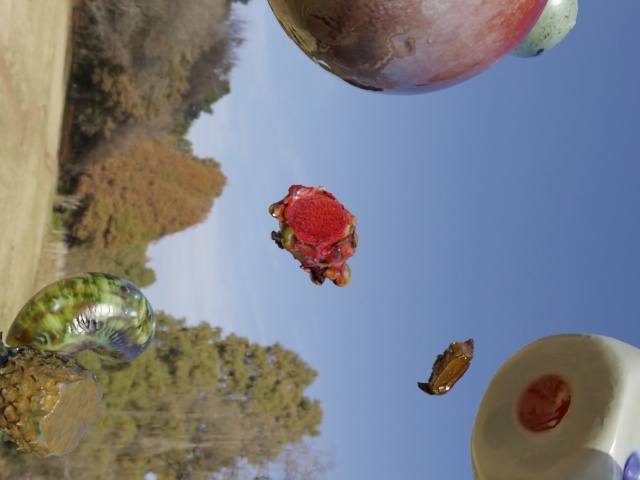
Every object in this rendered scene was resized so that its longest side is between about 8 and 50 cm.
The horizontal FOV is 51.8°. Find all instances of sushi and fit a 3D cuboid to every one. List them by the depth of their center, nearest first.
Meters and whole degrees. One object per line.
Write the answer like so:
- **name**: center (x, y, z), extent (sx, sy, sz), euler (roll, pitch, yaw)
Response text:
- **sushi**: center (0.226, 0.221, 1.157), extent (0.120, 0.052, 0.055), euler (-57, -156, 12)

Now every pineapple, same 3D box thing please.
- **pineapple**: center (-0.373, 0.165, 0.769), extent (0.251, 0.125, 0.125), euler (18, -76, 26)

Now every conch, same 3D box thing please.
- **conch**: center (-0.332, 0.109, 0.948), extent (0.181, 0.187, 0.124), euler (100, -4, -79)

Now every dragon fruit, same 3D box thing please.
- **dragon fruit**: center (0.000, 0.000, 1.112), extent (0.150, 0.133, 0.207), euler (26, -29, 54)

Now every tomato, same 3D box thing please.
- **tomato**: center (0.064, -0.248, 0.567), extent (0.227, 0.270, 0.270), euler (-49, -159, -9)

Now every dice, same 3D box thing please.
- **dice**: center (0.463, 0.367, 1.165), extent (0.277, 0.304, 0.304), euler (-11, -138, 49)

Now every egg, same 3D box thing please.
- **egg**: center (0.327, -0.345, 1.018), extent (0.164, 0.131, 0.131), euler (39, 52, -72)
